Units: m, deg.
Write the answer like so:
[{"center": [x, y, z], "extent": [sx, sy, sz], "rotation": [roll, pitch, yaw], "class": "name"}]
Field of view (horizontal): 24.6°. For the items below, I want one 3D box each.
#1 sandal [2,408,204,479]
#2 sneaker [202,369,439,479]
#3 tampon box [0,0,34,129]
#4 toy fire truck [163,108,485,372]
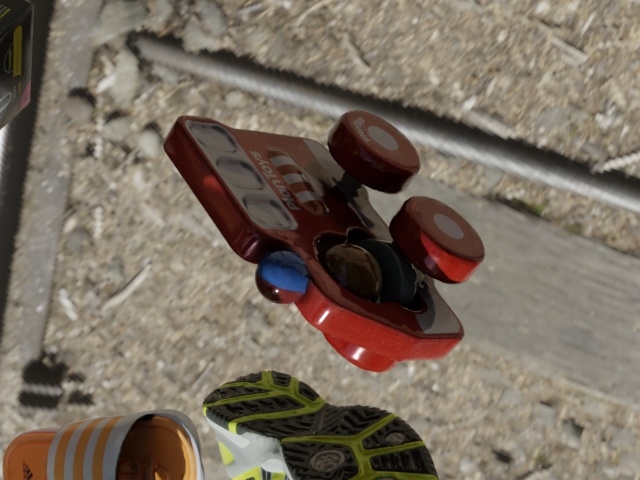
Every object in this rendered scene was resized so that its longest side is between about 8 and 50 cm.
[{"center": [-0.198, 0.197, 1.191], "extent": [0.265, 0.076, 0.102], "rotation": [-12, 84, 43], "class": "sandal"}, {"center": [0.013, 0.265, 1.624], "extent": [0.384, 0.145, 0.147], "rotation": [26, 134, 55], "class": "sneaker"}, {"center": [-0.332, -0.164, 1.218], "extent": [0.161, 0.101, 0.120], "rotation": [30, 142, 10], "class": "tampon box"}, {"center": [0.000, 0.000, 1.449], "extent": [0.169, 0.253, 0.302], "rotation": [-52, 56, 29], "class": "toy fire truck"}]
